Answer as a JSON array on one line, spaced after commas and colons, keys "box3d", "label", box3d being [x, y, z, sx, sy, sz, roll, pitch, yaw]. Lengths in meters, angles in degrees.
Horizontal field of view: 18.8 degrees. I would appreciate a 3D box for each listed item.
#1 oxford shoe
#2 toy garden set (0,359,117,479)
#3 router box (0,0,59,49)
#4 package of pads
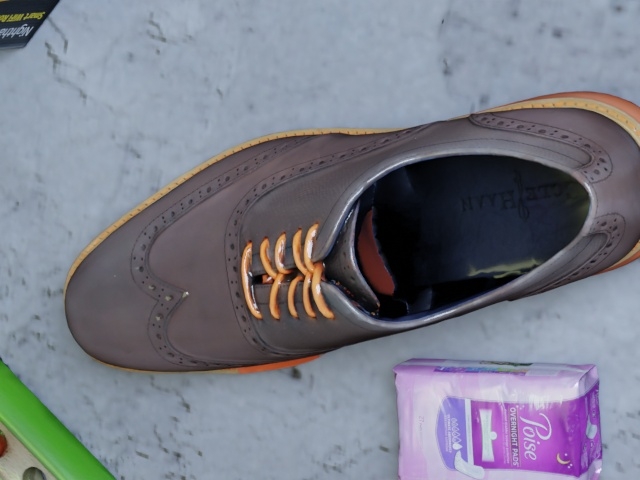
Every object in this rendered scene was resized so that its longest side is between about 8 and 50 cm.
[{"box3d": [0.000, 0.000, 0.768, 0.271, 0.098, 0.097, -18, 92, 25], "label": "oxford shoe"}, {"box3d": [-0.244, 0.131, 0.921, 0.204, 0.049, 0.244, 44, 112, 11], "label": "toy garden set"}, {"box3d": [-0.142, -0.133, 0.763, 0.046, 0.179, 0.133, 47, 114, 12], "label": "router box"}, {"box3d": [0.071, 0.075, 0.787, 0.083, 0.032, 0.050, 1, 102, 23], "label": "package of pads"}]
